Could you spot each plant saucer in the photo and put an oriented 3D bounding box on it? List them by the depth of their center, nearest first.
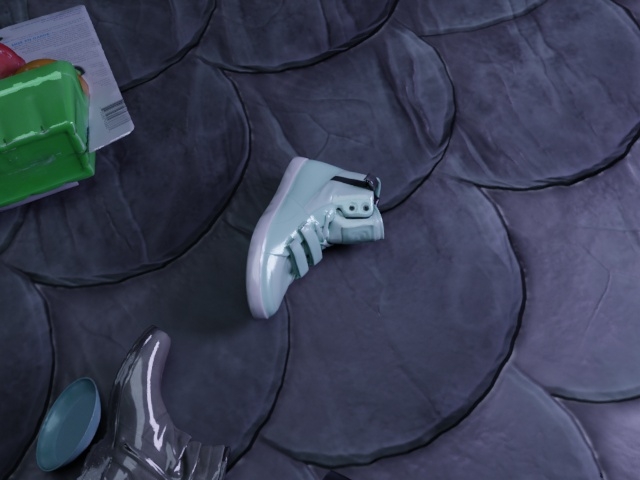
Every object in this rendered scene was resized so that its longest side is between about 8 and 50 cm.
[{"bbox_3d":[-0.298,0.223,1.091,0.119,0.021,0.119,-33,38,31],"label":"plant saucer"}]

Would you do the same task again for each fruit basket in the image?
[{"bbox_3d":[-0.464,-0.200,1.336,0.327,0.165,0.353,-22,45,-10],"label":"fruit basket"}]

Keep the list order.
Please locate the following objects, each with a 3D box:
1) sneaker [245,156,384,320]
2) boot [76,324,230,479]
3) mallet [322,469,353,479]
[{"bbox_3d":[0.000,-0.001,1.192,0.151,0.094,0.256,10,58,16],"label":"sneaker"},{"bbox_3d":[-0.179,0.235,1.085,0.161,0.083,0.246,15,66,4],"label":"boot"},{"bbox_3d":[-0.017,0.348,1.025,0.062,0.039,0.189,34,70,20],"label":"mallet"}]
